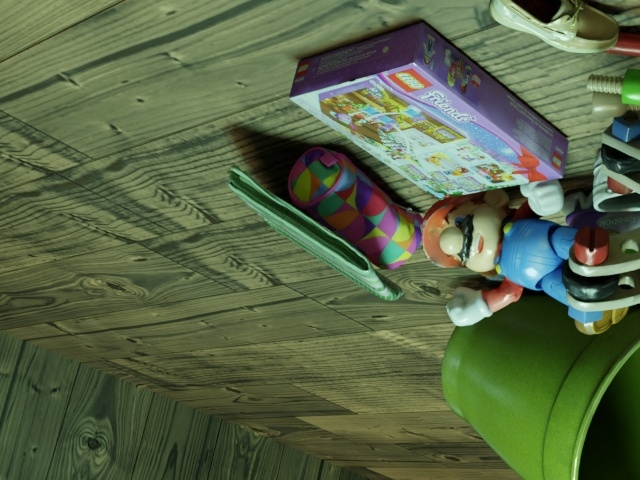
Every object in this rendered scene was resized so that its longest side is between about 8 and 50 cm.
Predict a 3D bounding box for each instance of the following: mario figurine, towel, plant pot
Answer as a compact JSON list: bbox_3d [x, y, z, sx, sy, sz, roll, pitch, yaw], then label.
[{"bbox_3d":[0.243,0.019,1.572,0.320,0.198,0.170,21,162,48],"label":"mario figurine"},{"bbox_3d":[0.000,0.000,1.732,0.247,0.038,0.325,34,177,16],"label":"towel"},{"bbox_3d":[0.390,0.236,1.882,0.366,0.367,0.353,32,175,-41],"label":"plant pot"}]

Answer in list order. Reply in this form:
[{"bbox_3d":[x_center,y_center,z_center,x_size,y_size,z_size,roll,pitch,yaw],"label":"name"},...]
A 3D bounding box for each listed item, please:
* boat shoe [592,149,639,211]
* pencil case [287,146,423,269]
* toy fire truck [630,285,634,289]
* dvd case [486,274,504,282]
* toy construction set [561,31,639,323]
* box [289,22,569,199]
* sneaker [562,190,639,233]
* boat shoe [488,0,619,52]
[{"bbox_3d":[0.455,-0.064,1.437,0.258,0.084,0.095,-1,155,32],"label":"boat shoe"},{"bbox_3d":[0.054,-0.045,1.711,0.104,0.105,0.236,-3,156,36],"label":"pencil case"},{"bbox_3d":[0.506,0.058,1.775,0.192,0.047,0.135,6,159,17],"label":"toy fire truck"},{"bbox_3d":[0.323,0.025,1.838,0.164,0.018,0.221,7,159,19],"label":"dvd case"},{"bbox_3d":[0.395,-0.052,1.247,0.237,0.309,0.257,9,-156,21],"label":"toy construction set"},{"bbox_3d":[0.135,-0.146,1.452,0.200,0.057,0.293,-8,151,45],"label":"box"},{"bbox_3d":[0.426,-0.010,1.570,0.236,0.105,0.095,-5,151,37],"label":"sneaker"},{"bbox_3d":[0.238,-0.225,1.201,0.135,0.050,0.045,13,165,-2],"label":"boat shoe"}]
